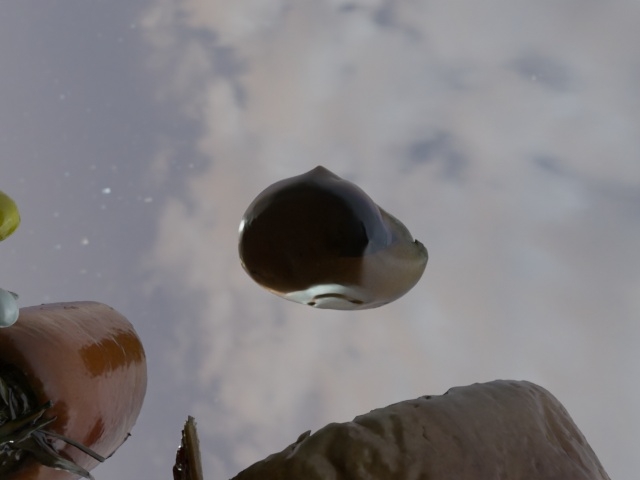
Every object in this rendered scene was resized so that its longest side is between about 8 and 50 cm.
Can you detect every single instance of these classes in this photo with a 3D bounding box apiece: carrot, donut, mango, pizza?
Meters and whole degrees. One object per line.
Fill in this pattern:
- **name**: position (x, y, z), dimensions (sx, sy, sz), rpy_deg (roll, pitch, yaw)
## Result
- **carrot**: position (-0.304, 0.170, 1.081), dimensions (0.214, 0.193, 0.331), rpy_deg (64, 11, 8)
- **donut**: position (0.067, 0.221, 0.797), dimensions (0.299, 0.317, 0.150), rpy_deg (-28, -115, 15)
- **mango**: position (0.000, 0.000, 1.422), dimensions (0.287, 0.153, 0.201), rpy_deg (-3, -79, 50)
- **pizza**: position (-0.141, 0.257, 1.142), dimensions (0.099, 0.029, 0.100), rpy_deg (-110, -160, -47)

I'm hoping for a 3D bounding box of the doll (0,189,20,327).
- **doll**: position (-0.218, 0.017, 0.546), dimensions (0.071, 0.135, 0.113), rpy_deg (67, 6, -50)
